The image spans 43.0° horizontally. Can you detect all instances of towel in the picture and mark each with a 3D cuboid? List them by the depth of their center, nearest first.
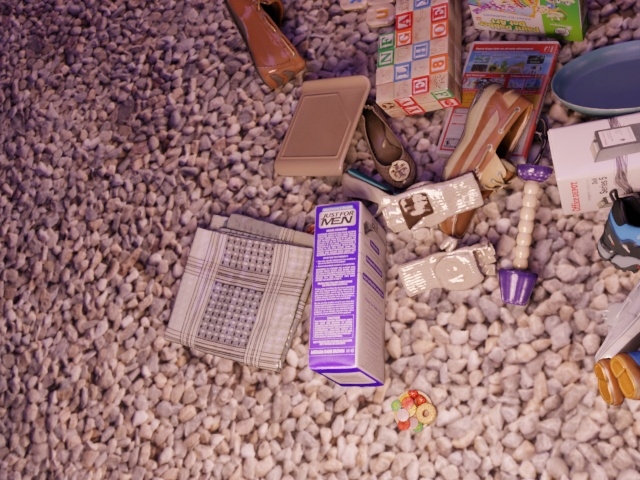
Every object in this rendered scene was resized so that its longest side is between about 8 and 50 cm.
[{"bbox_3d":[-0.174,0.103,1.803,0.312,0.056,0.324,12,75,26],"label":"towel"}]

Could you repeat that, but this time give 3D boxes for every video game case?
[{"bbox_3d":[0.383,-0.303,1.754,0.204,0.025,0.285,10,74,36],"label":"video game case"}]

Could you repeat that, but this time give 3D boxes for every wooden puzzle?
[{"bbox_3d":[0.007,-0.258,1.861,0.221,0.044,0.239,5,74,46],"label":"wooden puzzle"}]

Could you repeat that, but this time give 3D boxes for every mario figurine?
[{"bbox_3d":[0.649,0.222,1.377,0.320,0.170,0.198,-15,21,-8],"label":"mario figurine"}]

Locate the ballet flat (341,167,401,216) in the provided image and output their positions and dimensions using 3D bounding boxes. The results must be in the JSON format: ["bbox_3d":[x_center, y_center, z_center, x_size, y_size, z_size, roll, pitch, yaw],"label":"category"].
[{"bbox_3d":[0.148,-0.079,1.756,0.248,0.086,0.086,26,81,29],"label":"ballet flat"}]

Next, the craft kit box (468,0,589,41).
[{"bbox_3d":[0.432,-0.523,1.718,0.249,0.246,0.061,14,78,25],"label":"craft kit box"}]

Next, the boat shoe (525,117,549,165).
[{"bbox_3d":[0.451,-0.206,1.704,0.046,0.038,0.125,14,75,25],"label":"boat shoe"}]

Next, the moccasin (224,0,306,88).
[{"bbox_3d":[-0.144,-0.561,2.010,0.147,0.139,0.380,-28,63,8],"label":"moccasin"}]

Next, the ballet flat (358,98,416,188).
[{"bbox_3d":[0.140,-0.223,1.817,0.084,0.058,0.250,-27,63,9],"label":"ballet flat"}]

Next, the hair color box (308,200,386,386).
[{"bbox_3d":[0.059,0.112,1.645,0.110,0.185,0.339,-4,68,21],"label":"hair color box"}]

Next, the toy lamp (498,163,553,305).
[{"bbox_3d":[0.400,-0.010,1.598,0.080,0.080,0.275,7,88,23],"label":"toy lamp"}]

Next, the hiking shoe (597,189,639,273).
[{"bbox_3d":[0.636,0.019,1.438,0.304,0.132,0.113,25,41,37],"label":"hiking shoe"}]

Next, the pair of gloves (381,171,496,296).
[{"bbox_3d":[0.240,-0.004,1.632,0.204,0.042,0.240,-11,107,16],"label":"pair of gloves"}]

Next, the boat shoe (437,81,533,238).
[{"bbox_3d":[0.332,-0.154,1.638,0.120,0.122,0.324,25,104,30],"label":"boat shoe"}]

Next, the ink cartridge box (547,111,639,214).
[{"bbox_3d":[0.584,-0.149,1.541,0.272,0.198,0.115,-9,68,18],"label":"ink cartridge box"}]

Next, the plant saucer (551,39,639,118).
[{"bbox_3d":[0.621,-0.316,1.603,0.317,0.044,0.318,-14,30,8],"label":"plant saucer"}]

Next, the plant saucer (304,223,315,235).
[{"bbox_3d":[0.000,0.000,1.808,0.083,0.013,0.084,-8,67,19],"label":"plant saucer"}]

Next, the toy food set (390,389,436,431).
[{"bbox_3d":[0.182,0.337,1.604,0.082,0.020,0.083,-36,62,4],"label":"toy food set"}]

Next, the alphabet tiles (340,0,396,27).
[{"bbox_3d":[0.186,-0.651,1.988,0.278,0.021,0.284,-4,69,20],"label":"alphabet tiles"}]

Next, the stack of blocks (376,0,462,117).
[{"bbox_3d":[0.224,-0.441,1.828,0.171,0.087,0.297,-6,71,30],"label":"stack of blocks"}]

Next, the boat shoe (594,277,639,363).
[{"bbox_3d":[0.570,0.145,1.507,0.227,0.079,0.081,-48,55,-9],"label":"boat shoe"}]
